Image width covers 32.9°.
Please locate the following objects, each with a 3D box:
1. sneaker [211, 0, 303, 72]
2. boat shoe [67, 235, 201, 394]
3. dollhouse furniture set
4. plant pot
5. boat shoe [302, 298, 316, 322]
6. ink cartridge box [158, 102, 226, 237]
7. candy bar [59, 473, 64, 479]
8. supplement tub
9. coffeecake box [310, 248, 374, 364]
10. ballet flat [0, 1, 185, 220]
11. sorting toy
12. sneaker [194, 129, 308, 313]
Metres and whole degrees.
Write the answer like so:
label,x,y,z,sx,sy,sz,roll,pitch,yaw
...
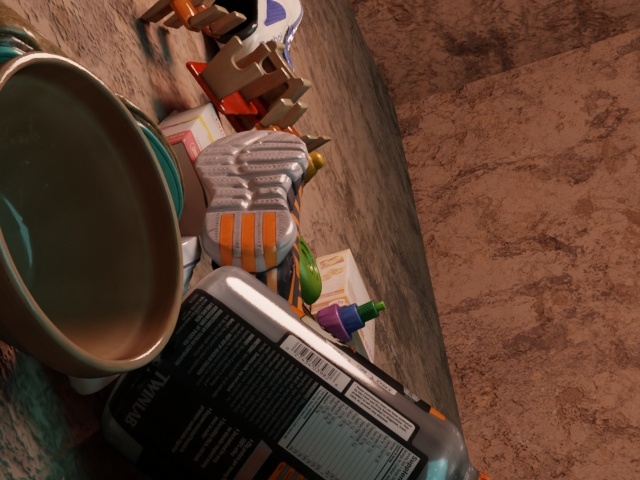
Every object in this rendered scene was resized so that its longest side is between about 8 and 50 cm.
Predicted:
label,x,y,z,sx,sy,sz,roll,pitch,yaw
sneaker,-0.114,-0.379,1.717,0.182,0.128,0.315,65,16,-44
boat shoe,-0.172,0.062,0.982,0.258,0.095,0.084,-42,120,-65
dollhouse furniture set,-0.112,-0.203,1.461,0.262,0.135,0.259,55,15,4
plant pot,-0.208,-0.009,0.794,0.237,0.110,0.237,48,33,-47
boat shoe,-0.041,0.097,1.613,0.046,0.038,0.125,-97,165,-45
ink cartridge box,-0.150,-0.092,1.307,0.198,0.067,0.115,-77,148,-66
candy bar,-0.174,0.255,0.849,0.040,0.018,0.161,-83,153,-62
supplement tub,-0.012,0.182,0.933,0.316,0.193,0.193,37,11,5
coffeecake box,0.041,0.126,1.876,0.185,0.068,0.142,-85,155,-61
ballet flat,-0.228,-0.111,0.941,0.124,0.116,0.342,55,6,29
sorting toy,0.000,0.000,1.659,0.127,0.126,0.365,-97,160,-62
sneaker,-0.074,0.009,1.181,0.321,0.125,0.180,-84,173,-59
